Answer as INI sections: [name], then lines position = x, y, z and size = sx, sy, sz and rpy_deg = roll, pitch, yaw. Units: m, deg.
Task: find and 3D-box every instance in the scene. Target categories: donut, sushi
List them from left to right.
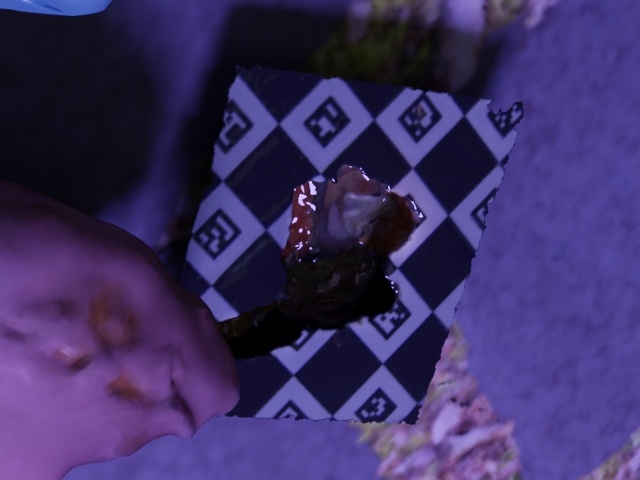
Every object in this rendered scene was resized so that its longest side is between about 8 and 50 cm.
[donut]
position = -0.147, 0.076, 0.541
size = 0.199, 0.085, 0.233
rpy_deg = 25, 101, -42
[sushi]
position = 0.000, 0.000, 0.638
size = 0.120, 0.026, 0.126
rpy_deg = 7, 108, -34

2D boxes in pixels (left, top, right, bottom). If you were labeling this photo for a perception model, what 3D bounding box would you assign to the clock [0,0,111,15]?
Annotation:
[clock]
position = -0.173, -0.117, 0.313
size = 0.274, 0.223, 0.094
rpy_deg = 16, 90, -34
